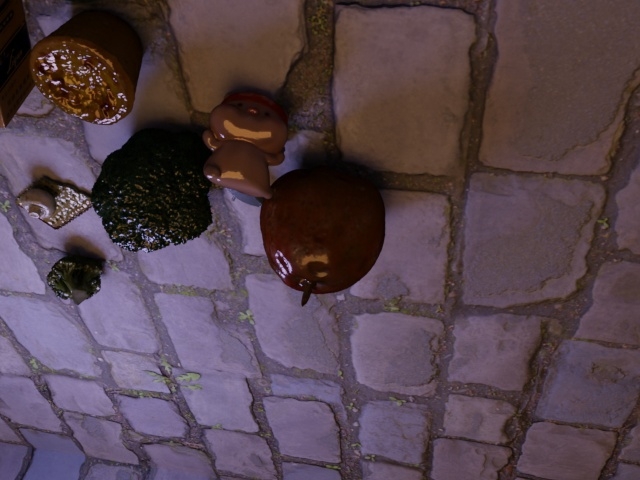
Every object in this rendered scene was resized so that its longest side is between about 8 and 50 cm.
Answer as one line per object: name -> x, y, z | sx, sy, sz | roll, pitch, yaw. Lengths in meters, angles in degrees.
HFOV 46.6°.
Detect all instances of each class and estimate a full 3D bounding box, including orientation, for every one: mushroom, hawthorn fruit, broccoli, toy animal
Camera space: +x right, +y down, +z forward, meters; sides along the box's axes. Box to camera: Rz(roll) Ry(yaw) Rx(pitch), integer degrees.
mushroom -> -0.687, -0.088, 1.812 | 0.083, 0.067, 0.083 | 4, 146, 3
hawthorn fruit -> 0.000, 0.000, 1.561 | 0.277, 0.298, 0.277 | 13, 155, 6
broccoli -> -0.332, -0.103, 1.604 | 0.297, 0.297, 0.297 | -8, 168, 24
broccoli -> -0.667, 0.103, 2.019 | 0.146, 0.138, 0.162 | -9, 132, -22
toy animal -> -0.144, -0.193, 1.462 | 0.171, 0.197, 0.171 | 12, 172, 2

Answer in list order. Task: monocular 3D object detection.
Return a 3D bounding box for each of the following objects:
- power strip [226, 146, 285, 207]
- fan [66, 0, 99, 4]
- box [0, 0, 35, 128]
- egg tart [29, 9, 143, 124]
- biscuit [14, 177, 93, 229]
power strip -> -0.157, -0.146, 1.630 | 0.137, 0.044, 0.216 | 17, 141, -4
fan -> -0.411, -0.491, 1.314 | 0.294, 0.012, 0.223 | 28, 139, -15
box -> -0.624, -0.355, 1.430 | 0.070, 0.152, 0.237 | 16, 141, 0
egg tart -> -0.422, -0.337, 1.396 | 0.202, 0.147, 0.202 | 10, 142, 8
biscuit -> -0.668, -0.097, 1.863 | 0.203, 0.016, 0.144 | -26, 127, 39
